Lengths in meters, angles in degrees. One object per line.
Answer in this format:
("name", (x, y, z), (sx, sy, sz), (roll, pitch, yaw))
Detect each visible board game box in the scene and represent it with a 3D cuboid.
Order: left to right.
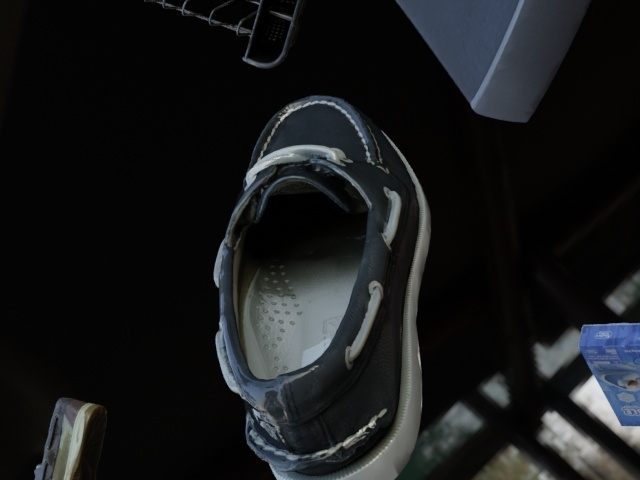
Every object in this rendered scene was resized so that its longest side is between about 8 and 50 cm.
("board game box", (0.215, 0.084, 0.882), (0.090, 0.090, 0.020), (54, -136, -41))

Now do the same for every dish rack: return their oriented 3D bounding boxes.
("dish rack", (-0.123, -0.316, 1.473), (0.074, 0.271, 0.208), (-37, -34, -66))

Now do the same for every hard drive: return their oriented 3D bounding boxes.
("hard drive", (0.123, -0.215, 0.993), (0.054, 0.172, 0.255), (-17, -32, -24))

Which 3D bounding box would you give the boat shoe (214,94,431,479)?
("boat shoe", (0.000, 0.000, 0.782), (0.114, 0.302, 0.091), (-20, -52, 9))

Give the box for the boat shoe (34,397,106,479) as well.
("boat shoe", (-0.240, 0.218, 1.340), (0.056, 0.049, 0.152), (3, -74, -68))
